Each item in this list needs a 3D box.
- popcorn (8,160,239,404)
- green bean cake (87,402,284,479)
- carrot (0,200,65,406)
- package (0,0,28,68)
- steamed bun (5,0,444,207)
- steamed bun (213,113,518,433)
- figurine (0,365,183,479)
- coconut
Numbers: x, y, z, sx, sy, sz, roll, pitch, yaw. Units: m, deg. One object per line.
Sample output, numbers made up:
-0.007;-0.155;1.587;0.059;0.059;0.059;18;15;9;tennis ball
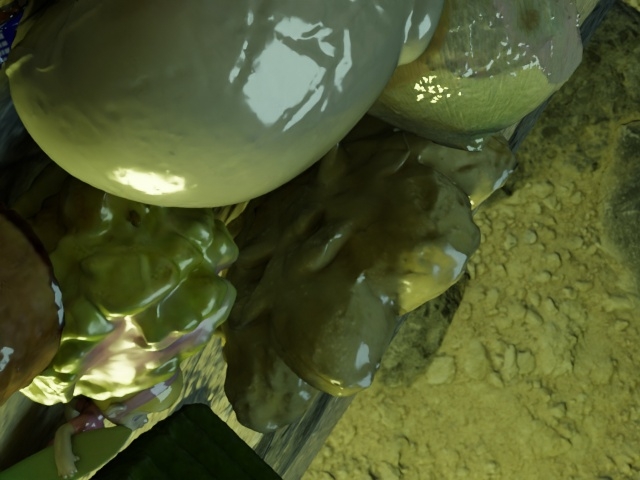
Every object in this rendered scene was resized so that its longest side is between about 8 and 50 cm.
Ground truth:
-0.115;0.021;0.991;0.126;0.126;0.145;-36;-172;-32;popcorn
-0.147;0.261;1.385;0.250;0.156;0.247;-45;176;22;green bean cake
-0.203;0.074;0.771;0.263;0.102;0.102;-46;165;-50;carrot
-0.158;-0.061;0.758;0.111;0.033;0.077;-38;-174;-29;package
-0.030;-0.099;0.875;0.177;0.130;0.228;-27;-164;44;steamed bun
0.000;0.000;1.459;0.295;0.137;0.292;-37;-155;36;steamed bun
-0.163;0.119;1.279;0.187;0.083;0.083;-45;175;15;figurine
0.092;-0.155;1.350;0.194;0.194;0.194;-56;171;-13;coconut
